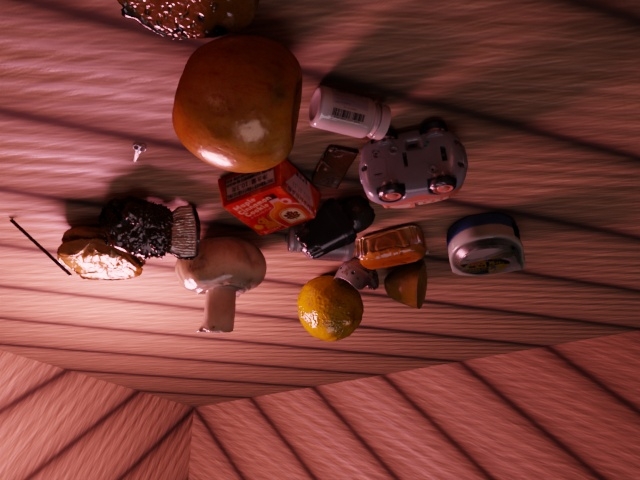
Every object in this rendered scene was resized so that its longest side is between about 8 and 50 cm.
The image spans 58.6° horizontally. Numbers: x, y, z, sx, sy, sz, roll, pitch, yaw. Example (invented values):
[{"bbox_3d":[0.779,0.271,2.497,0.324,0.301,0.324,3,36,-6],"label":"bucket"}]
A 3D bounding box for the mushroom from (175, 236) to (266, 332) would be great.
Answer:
[{"bbox_3d":[-0.345,0.157,1.976,0.314,0.336,0.314,1,163,0],"label":"mushroom"}]

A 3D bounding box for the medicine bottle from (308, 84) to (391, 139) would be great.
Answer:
[{"bbox_3d":[0.071,-0.311,1.406,0.186,0.103,0.103,9,149,-19],"label":"medicine bottle"}]

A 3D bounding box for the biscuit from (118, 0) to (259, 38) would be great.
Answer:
[{"bbox_3d":[-0.258,-0.497,1.082,0.296,0.075,0.296,0,156,0],"label":"biscuit"}]

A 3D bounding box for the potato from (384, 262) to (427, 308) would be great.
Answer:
[{"bbox_3d":[0.328,0.172,2.243,0.158,0.178,0.203,6,178,17],"label":"potato"}]

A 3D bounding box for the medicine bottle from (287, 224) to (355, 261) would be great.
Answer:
[{"bbox_3d":[0.000,0.000,1.923,0.215,0.135,0.135,3,150,-9],"label":"medicine bottle"}]

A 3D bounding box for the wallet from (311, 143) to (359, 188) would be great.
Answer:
[{"bbox_3d":[0.038,-0.211,1.661,0.095,0.026,0.176,11,148,-17],"label":"wallet"}]

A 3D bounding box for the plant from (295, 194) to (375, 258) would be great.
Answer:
[{"bbox_3d":[0.047,-0.049,1.794,0.256,0.142,0.164,-31,169,-7],"label":"plant"}]

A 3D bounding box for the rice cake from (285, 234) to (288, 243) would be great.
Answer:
[{"bbox_3d":[-0.052,0.015,2.050,0.170,0.033,0.029,17,146,-30],"label":"rice cake"}]

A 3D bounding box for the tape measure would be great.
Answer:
[{"bbox_3d":[0.577,0.020,1.996,0.259,0.138,0.262,-11,149,14],"label":"tape measure"}]

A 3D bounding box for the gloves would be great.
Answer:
[{"bbox_3d":[-0.535,-0.040,1.787,0.312,0.135,0.210,0,119,-15],"label":"gloves"}]

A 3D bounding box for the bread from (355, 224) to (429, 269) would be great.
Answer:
[{"bbox_3d":[0.252,0.031,2.026,0.241,0.107,0.136,-13,152,20],"label":"bread"}]

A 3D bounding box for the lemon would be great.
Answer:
[{"bbox_3d":[0.033,0.265,2.266,0.258,0.258,0.310,13,-172,-25],"label":"lemon"}]

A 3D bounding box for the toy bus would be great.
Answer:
[{"bbox_3d":[0.257,-0.189,1.572,0.287,0.194,0.232,-10,162,12],"label":"toy bus"}]

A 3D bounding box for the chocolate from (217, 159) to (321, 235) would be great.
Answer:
[{"bbox_3d":[-0.153,-0.126,1.721,0.237,0.108,0.235,-15,147,25],"label":"chocolate"}]

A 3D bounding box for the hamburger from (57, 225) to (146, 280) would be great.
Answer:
[{"bbox_3d":[-0.727,0.040,1.938,0.283,0.145,0.259,7,151,5],"label":"hamburger"}]

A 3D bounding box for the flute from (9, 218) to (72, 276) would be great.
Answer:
[{"bbox_3d":[-0.916,0.024,1.874,0.269,0.014,0.014,44,140,-2],"label":"flute"}]

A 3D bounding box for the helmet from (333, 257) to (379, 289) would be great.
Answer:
[{"bbox_3d":[0.147,0.121,2.170,0.153,0.107,0.177,17,-173,43],"label":"helmet"}]

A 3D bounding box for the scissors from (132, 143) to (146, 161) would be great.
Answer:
[{"bbox_3d":[-0.511,-0.242,1.591,0.036,0.006,0.083,15,147,-23],"label":"scissors"}]

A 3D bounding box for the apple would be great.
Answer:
[{"bbox_3d":[-0.179,-0.297,1.236,0.275,0.299,0.299,13,150,2],"label":"apple"}]
